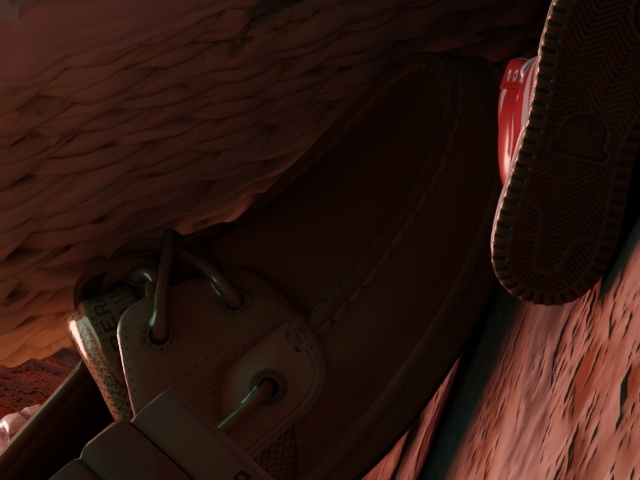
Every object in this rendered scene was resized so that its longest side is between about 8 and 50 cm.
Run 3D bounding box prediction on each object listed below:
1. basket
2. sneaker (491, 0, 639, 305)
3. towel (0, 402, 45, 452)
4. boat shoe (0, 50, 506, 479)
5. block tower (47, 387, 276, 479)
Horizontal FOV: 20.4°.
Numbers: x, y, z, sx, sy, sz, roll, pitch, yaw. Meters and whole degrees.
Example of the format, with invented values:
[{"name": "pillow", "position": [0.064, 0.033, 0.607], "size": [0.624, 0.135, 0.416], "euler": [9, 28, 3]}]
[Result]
[{"name": "basket", "position": [-0.078, -0.175, 0.785], "size": [0.328, 0.331, 0.266], "euler": [-26, -27, -24]}, {"name": "sneaker", "position": [0.073, -0.048, 0.457], "size": [0.067, 0.042, 0.118], "euler": [-75, 4, -60]}, {"name": "towel", "position": [-0.115, 0.193, 1.221], "size": [0.235, 0.121, 0.283], "euler": [-21, -27, -36]}, {"name": "boat shoe", "position": [-0.046, 0.054, 0.706], "size": [0.341, 0.110, 0.121], "euler": [-54, 28, 1]}, {"name": "block tower", "position": [-0.116, 0.173, 0.434], "size": [0.335, 0.097, 0.091], "euler": [-38, -22, -31]}]
